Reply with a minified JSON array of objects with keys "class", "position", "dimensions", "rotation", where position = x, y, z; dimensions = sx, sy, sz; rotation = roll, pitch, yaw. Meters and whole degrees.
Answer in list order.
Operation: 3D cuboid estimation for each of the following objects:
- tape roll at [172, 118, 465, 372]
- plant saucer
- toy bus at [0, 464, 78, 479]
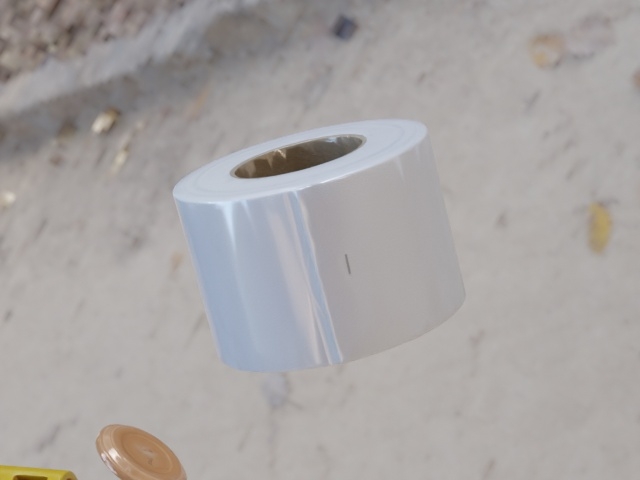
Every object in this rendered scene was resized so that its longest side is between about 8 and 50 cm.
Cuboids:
[{"class":"tape roll","position":[0.000,0.000,1.784],"dimensions":[0.246,0.169,0.246],"rotation":[-13,14,3]},{"class":"plant saucer","position":[-0.144,0.177,1.557],"dimensions":[0.013,0.083,0.083],"rotation":[-55,23,19]},{"class":"toy bus","position":[-0.319,0.262,1.808],"dimensions":[0.191,0.202,0.104],"rotation":[-43,14,41]}]
